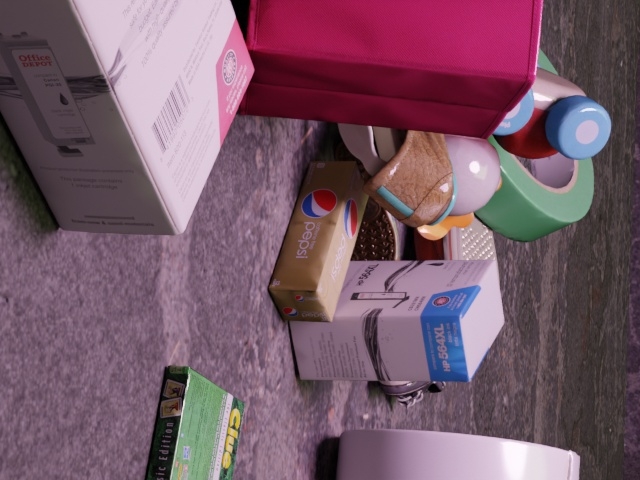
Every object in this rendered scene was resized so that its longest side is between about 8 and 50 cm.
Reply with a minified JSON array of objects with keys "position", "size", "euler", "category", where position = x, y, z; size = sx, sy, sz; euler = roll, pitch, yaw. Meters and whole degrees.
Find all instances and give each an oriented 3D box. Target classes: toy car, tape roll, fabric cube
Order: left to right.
[{"position":[0.063,-0.254,1.506],"size":[0.259,0.258,0.254],"euler":[117,-21,-80],"category":"fabric cube"},{"position":[0.158,0.286,1.849],"size":[0.286,0.286,0.100],"euler":[35,59,-64],"category":"tape roll"},{"position":[0.192,-0.106,1.918],"size":[0.238,0.210,0.219],"euler":[-67,-153,16],"category":"toy car"},{"position":[0.252,-0.158,2.157],"size":[0.321,0.077,0.321],"euler":[35,42,-38],"category":"tape roll"}]

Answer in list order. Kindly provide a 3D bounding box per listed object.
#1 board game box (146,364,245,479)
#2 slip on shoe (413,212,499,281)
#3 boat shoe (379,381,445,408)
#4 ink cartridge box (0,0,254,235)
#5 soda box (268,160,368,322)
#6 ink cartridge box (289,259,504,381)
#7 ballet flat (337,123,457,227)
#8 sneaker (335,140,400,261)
[{"position":[-0.127,0.259,1.480],"size":[0.136,0.030,0.260],"euler":[43,52,-59],"category":"board game box"},{"position":[0.169,-0.042,2.123],"size":[0.123,0.101,0.331],"euler":[28,49,-39],"category":"slip on shoe"},{"position":[0.125,0.183,2.045],"size":[0.206,0.075,0.065],"euler":[-17,104,-72],"category":"boat shoe"},{"position":[-0.166,-0.173,1.234],"size":[0.283,0.117,0.207],"euler":[70,30,-43],"category":"ink cartridge box"},{"position":[0.000,0.000,1.741],"size":[0.061,0.058,0.181],"euler":[66,32,-47],"category":"soda box"},{"position":[0.085,0.087,1.766],"size":[0.148,0.203,0.086],"euler":[-50,135,-58],"category":"ink cartridge box"},{"position":[0.068,-0.158,1.802],"size":[0.124,0.116,0.342],"euler":[22,42,-29],"category":"ballet flat"},{"position":[0.071,-0.048,1.903],"size":[0.086,0.064,0.192],"euler":[-46,130,-53],"category":"sneaker"}]
